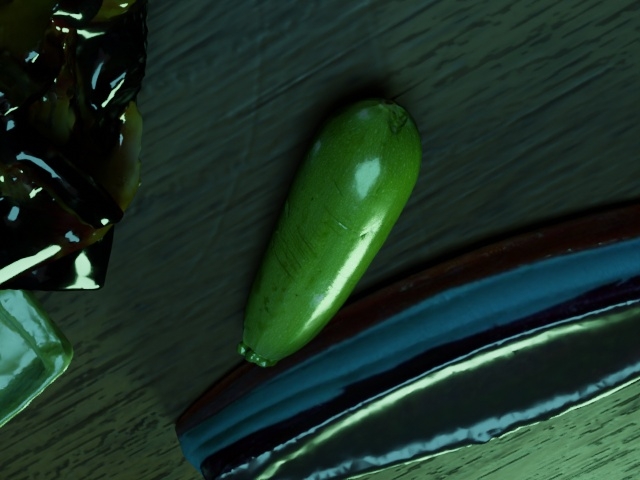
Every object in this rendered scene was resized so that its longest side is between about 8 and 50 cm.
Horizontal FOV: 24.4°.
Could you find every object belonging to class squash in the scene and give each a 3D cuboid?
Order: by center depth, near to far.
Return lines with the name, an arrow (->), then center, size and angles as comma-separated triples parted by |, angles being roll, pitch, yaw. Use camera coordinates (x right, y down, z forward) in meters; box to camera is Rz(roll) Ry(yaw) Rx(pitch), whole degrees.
squash -> 0.000, 0.000, 0.878 | 0.066, 0.066, 0.201 | 19, 124, -17

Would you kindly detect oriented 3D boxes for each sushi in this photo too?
sushi -> -0.181, -0.089, 0.705 | 0.215, 0.212, 0.227 | 12, 119, -16

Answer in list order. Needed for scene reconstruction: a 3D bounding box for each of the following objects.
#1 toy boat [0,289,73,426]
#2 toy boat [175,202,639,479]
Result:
toy boat -> -0.274, 0.104, 0.816 | 0.276, 0.084, 0.111 | -36, 119, -3
toy boat -> 0.089, 0.080, 0.941 | 0.392, 0.079, 0.136 | -21, 123, 7
